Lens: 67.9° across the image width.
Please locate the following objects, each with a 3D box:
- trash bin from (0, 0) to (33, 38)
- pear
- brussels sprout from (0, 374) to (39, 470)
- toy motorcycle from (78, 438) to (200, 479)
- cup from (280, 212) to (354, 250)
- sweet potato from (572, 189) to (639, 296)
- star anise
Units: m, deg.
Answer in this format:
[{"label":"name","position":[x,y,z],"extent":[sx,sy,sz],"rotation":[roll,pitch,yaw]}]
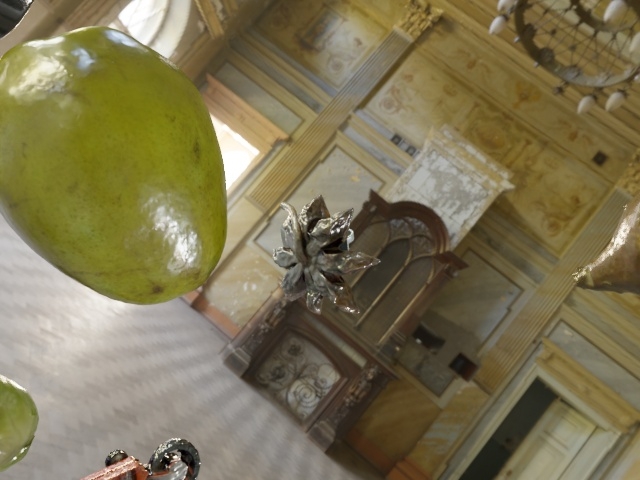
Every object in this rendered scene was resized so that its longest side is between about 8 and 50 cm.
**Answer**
[{"label":"trash bin","position":[-0.574,-0.438,0.627],"extent":[0.214,0.214,0.334],"rotation":[36,6,34]},{"label":"pear","position":[-0.234,-0.078,0.552],"extent":[0.253,0.253,0.307],"rotation":[30,-32,62]},{"label":"brussels sprout","position":[-0.835,0.438,1.110],"extent":[0.273,0.243,0.317],"rotation":[60,18,4]},{"label":"toy motorcycle","position":[-0.333,0.444,0.772],"extent":[0.089,0.298,0.170],"rotation":[-10,-87,56]},{"label":"cup","position":[0.000,0.000,1.011],"extent":[0.129,0.128,0.095],"rotation":[36,-32,41]},{"label":"sweet potato","position":[0.329,-0.057,0.292],"extent":[0.158,0.369,0.157],"rotation":[18,38,-15]},{"label":"star anise","position":[-0.017,0.018,0.820],"extent":[0.081,0.230,0.262],"rotation":[-9,53,-42]}]
